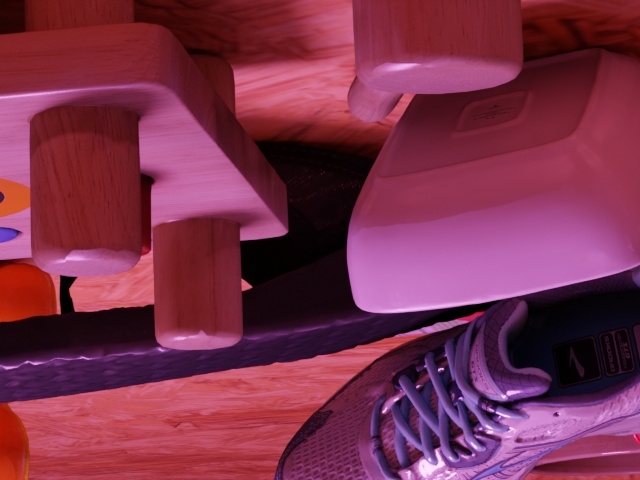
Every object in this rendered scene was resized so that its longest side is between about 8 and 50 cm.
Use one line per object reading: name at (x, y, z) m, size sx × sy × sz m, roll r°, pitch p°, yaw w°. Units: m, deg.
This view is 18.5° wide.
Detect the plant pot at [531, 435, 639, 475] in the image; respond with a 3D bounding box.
plant pot at (0.290, 0.142, 1.729) m, size 0.237 × 0.110 × 0.237 m, roll -4°, pitch 169°, yaw -1°

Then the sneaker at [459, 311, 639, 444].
sneaker at (0.188, 0.073, 1.315) m, size 0.221 × 0.128 × 0.087 m, roll -1°, pitch 167°, yaw -16°

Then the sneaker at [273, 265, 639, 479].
sneaker at (0.090, 0.073, 1.038) m, size 0.283 × 0.110 × 0.122 m, roll -26°, pitch 157°, yaw 15°

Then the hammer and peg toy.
hammer and peg toy at (-0.100, -0.027, 0.751) m, size 0.361 × 0.127 × 0.266 m, roll -4°, pitch 168°, yaw 7°

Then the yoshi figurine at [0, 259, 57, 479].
yoshi figurine at (-0.334, 0.082, 1.124) m, size 0.362 × 0.204 × 0.203 m, roll 5°, pitch 150°, yaw -24°

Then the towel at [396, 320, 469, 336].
towel at (0.075, 0.064, 1.507) m, size 0.152 × 0.023 × 0.113 m, roll -6°, pitch 167°, yaw 15°

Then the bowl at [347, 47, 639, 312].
bowl at (0.080, -0.033, 0.838) m, size 0.142 × 0.053 × 0.142 m, roll -12°, pitch -154°, yaw 24°

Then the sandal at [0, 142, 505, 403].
sandal at (0.001, 0.000, 1.034) m, size 0.445 × 0.107 × 0.167 m, roll -13°, pitch 171°, yaw -18°
